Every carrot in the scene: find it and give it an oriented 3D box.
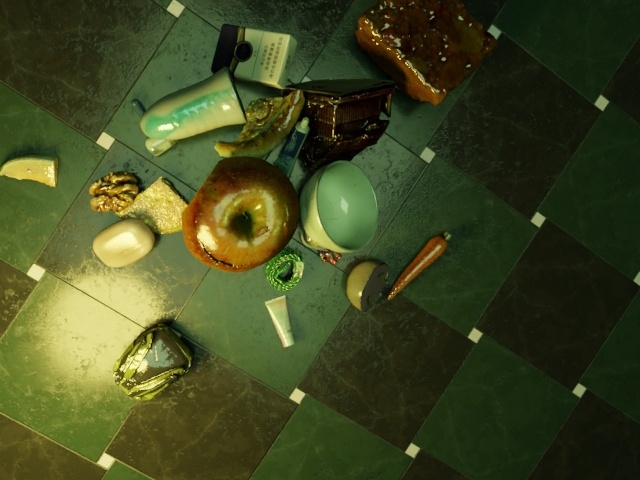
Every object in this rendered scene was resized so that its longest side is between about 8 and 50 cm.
[{"bbox_3d":[0.356,0.092,2.006,0.069,0.069,0.336,44,95,-10],"label":"carrot"}]

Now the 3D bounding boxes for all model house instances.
[{"bbox_3d":[0.063,-0.390,1.862,0.317,0.297,0.282,-21,122,-29],"label":"model house"}]

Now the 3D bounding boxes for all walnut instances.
[{"bbox_3d":[-0.684,-0.163,1.800,0.170,0.069,0.142,-19,68,5],"label":"walnut"}]

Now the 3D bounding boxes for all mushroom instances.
[{"bbox_3d":[0.158,0.147,1.952,0.117,0.141,0.188,30,89,24],"label":"mushroom"}]

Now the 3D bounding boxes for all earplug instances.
[{"bbox_3d":[-0.413,-0.412,1.741,0.324,0.185,0.185,-19,98,0],"label":"earplug"}]

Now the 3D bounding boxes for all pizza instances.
[{"bbox_3d":[-0.540,-0.120,1.851,0.292,0.058,0.197,-1,104,-8],"label":"pizza"}]

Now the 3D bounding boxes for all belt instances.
[{"bbox_3d":[-0.124,0.098,1.928,0.121,0.079,0.151,33,101,-20],"label":"belt"}]

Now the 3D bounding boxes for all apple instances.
[{"bbox_3d":[-0.260,-0.088,1.758,0.384,0.374,0.374,-26,98,-10],"label":"apple"}]

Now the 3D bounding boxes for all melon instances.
[{"bbox_3d":[-0.956,-0.240,1.796,0.182,0.054,0.097,11,109,-9],"label":"melon"}]

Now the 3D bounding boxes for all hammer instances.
[{"bbox_3d":[-0.562,-0.385,1.825,0.116,0.069,0.194,-35,94,-3],"label":"hammer"}]

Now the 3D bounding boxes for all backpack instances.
[{"bbox_3d":[-0.571,0.420,1.858,0.253,0.140,0.207,-42,97,-7],"label":"backpack"}]

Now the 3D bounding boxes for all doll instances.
[{"bbox_3d":[0.000,0.001,1.941,0.104,0.062,0.194,-40,106,-2],"label":"doll"}]

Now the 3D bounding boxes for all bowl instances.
[{"bbox_3d":[0.045,-0.104,1.852,0.307,0.163,0.307,11,74,-41],"label":"bowl"}]

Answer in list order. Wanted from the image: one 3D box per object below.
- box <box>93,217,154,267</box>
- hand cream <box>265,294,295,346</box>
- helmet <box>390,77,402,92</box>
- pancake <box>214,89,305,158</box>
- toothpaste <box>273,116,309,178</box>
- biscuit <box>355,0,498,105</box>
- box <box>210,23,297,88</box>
[{"bbox_3d":[-0.648,0.008,1.812,0.200,0.088,0.146,-25,118,13],"label":"box"},{"bbox_3d":[-0.135,0.289,1.961,0.076,0.047,0.174,-19,89,-6],"label":"hand cream"},{"bbox_3d":[0.286,-0.551,1.929,0.111,0.057,0.089,42,71,-6],"label":"helmet"},{"bbox_3d":[-0.201,-0.382,1.799,0.377,0.054,0.197,-34,66,20],"label":"pancake"},{"bbox_3d":[-0.095,-0.302,1.824,0.069,0.047,0.268,19,136,-13],"label":"toothpaste"},{"bbox_3d":[0.346,-0.677,1.850,0.395,0.166,0.342,46,72,-4],"label":"biscuit"},{"bbox_3d":[-0.220,-0.602,1.796,0.259,0.071,0.168,16,93,18],"label":"box"}]
